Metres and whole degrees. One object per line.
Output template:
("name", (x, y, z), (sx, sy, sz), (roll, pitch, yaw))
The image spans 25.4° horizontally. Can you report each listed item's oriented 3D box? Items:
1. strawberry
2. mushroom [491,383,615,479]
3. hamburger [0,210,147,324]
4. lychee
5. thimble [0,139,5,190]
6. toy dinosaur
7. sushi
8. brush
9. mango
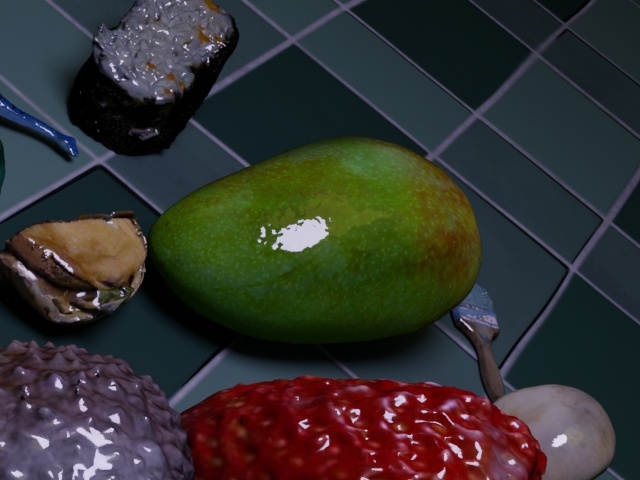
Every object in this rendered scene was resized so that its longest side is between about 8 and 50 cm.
("strawberry", (0.034, 0.242, 1.160), (0.310, 0.292, 0.292), (22, 36, -28))
("mushroom", (0.238, 0.223, 1.503), (0.154, 0.122, 0.154), (-10, 22, 4))
("hamburger", (-0.227, 0.039, 1.349), (0.176, 0.087, 0.102), (-9, 65, -55))
("lychee", (-0.214, 0.204, 0.977), (0.300, 0.300, 0.300), (24, 36, -18))
("thimble", (-0.413, -0.046, 1.205), (0.254, 0.167, 0.288), (29, 33, -8))
("toy dinosaur", (-0.392, -0.204, 1.498), (0.329, 0.076, 0.144), (49, 29, 13))
("sushi", (-0.186, -0.197, 1.626), (0.136, 0.126, 0.225), (37, 35, 0))
("brush", (0.190, 0.122, 1.673), (0.070, 0.021, 0.196), (18, 40, -26))
("mango", (0.000, 0.000, 1.495), (0.382, 0.201, 0.225), (-3, 72, -30))
